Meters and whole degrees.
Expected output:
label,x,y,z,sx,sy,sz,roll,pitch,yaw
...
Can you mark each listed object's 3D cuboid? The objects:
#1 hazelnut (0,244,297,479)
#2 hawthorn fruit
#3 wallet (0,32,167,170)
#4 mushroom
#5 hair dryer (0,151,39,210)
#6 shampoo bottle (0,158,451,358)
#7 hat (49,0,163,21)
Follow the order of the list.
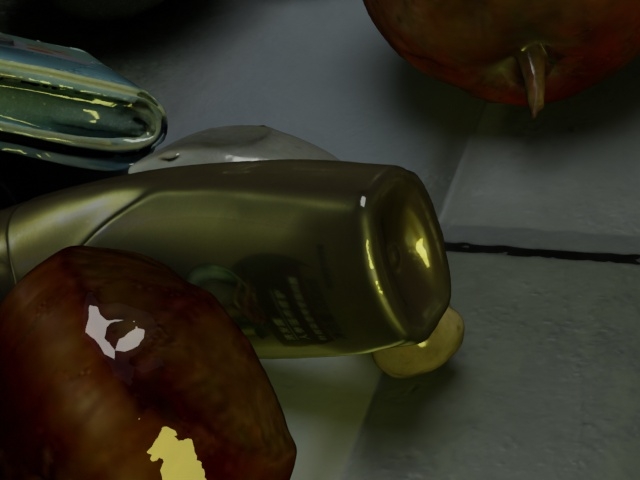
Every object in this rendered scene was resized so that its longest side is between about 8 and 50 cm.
label,x,y,z,sx,sy,sz,roll,pitch,yaw
hazelnut,-0.112,0.102,1.085,0.178,0.178,0.204,-33,71,-32
hawthorn fruit,0.152,-0.219,1.431,0.277,0.277,0.298,-1,60,9
wallet,-0.221,-0.113,1.403,0.176,0.075,0.250,9,9,-17
mushroom,0.000,0.000,1.265,0.270,0.103,0.118,27,49,34
hair dryer,-0.323,-0.010,1.381,0.219,0.071,0.124,-3,31,19
shampoo bottle,-0.089,0.015,1.201,0.350,0.126,0.084,-2,28,34
hat,-0.187,-0.265,1.664,0.257,0.130,0.257,-7,37,6
